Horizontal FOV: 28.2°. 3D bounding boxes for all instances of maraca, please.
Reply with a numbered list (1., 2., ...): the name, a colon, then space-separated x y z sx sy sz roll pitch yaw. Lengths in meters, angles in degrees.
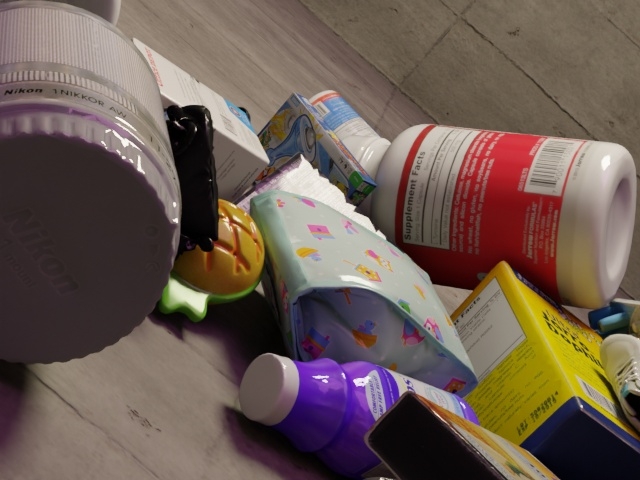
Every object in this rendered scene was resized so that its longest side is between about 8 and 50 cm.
1. maraca: -0.127 0.018 1.326 0.127 0.099 0.185 41 36 7

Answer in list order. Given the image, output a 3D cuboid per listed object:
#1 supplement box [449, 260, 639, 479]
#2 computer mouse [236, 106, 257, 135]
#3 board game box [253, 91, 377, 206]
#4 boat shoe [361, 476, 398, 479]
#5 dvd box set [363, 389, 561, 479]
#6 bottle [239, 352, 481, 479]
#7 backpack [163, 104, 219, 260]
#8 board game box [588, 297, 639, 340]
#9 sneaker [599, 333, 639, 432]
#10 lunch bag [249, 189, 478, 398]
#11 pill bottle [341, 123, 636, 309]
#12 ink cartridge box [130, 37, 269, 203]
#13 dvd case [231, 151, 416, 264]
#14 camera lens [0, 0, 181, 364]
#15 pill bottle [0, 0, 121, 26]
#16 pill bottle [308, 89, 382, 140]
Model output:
1. supplement box: 0.264 0.218 1.552 0.195 0.194 0.356 36 17 -21
2. computer mouse: -0.055 -0.137 2.003 0.193 0.042 0.106 31 18 -35
3. board game box: -0.023 -0.096 1.799 0.035 0.136 0.201 21 26 -50
4. boat shoe: 0.117 0.280 1.268 0.228 0.080 0.076 18 29 -40
5. dvd box set: 0.223 0.281 1.110 0.307 0.062 0.420 43 4 27
6. bottle: 0.046 0.182 1.286 0.282 0.092 0.118 25 43 -37
7. backpack: -0.193 -0.061 1.253 0.182 0.152 0.115 -4 15 -1
8. board game box: 0.456 0.274 1.592 0.390 0.050 0.390 -179 -106 -84
9. sneaker: 0.363 0.167 1.441 0.083 0.071 0.191 23 23 -35
10. lunch bag: 0.027 0.073 1.437 0.262 0.160 0.223 39 16 -32
11. pill bottle: 0.218 -0.043 1.791 0.407 0.229 0.229 9 1 26
12. ink cartridge box: -0.181 -0.155 1.664 0.203 0.086 0.148 32 18 -31
13. dvd case: 0.000 0.000 1.662 0.221 0.018 0.164 44 50 7
14. camera lens: -0.229 -0.057 1.040 0.219 0.219 0.274 34 18 -27
15. pill bottle: -0.330 -0.328 1.457 0.188 0.188 0.334 34 18 -27
16. pill bottle: 0.051 -0.131 2.096 0.221 0.124 0.124 48 16 15
